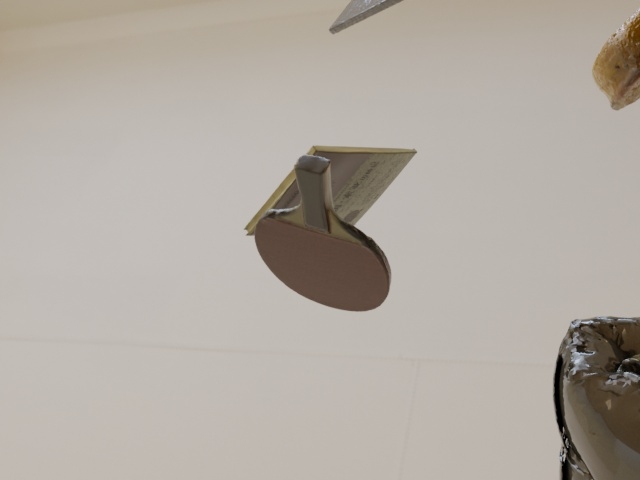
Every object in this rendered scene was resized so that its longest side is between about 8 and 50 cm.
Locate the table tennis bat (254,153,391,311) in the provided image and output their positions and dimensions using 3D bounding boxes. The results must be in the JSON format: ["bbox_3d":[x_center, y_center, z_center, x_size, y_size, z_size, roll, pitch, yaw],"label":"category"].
[{"bbox_3d":[0.000,0.000,0.775,0.130,0.220,0.019,16,-121,15],"label":"table tennis bat"}]

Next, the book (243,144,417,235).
[{"bbox_3d":[0.015,-0.053,0.938,0.127,0.182,0.014,-48,-115,31],"label":"book"}]

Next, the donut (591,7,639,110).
[{"bbox_3d":[0.408,-0.242,1.066,0.174,0.190,0.074,-32,-102,-31],"label":"donut"}]

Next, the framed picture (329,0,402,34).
[{"bbox_3d":[0.134,-0.316,0.848,0.244,0.013,0.324,-54,-162,-9],"label":"framed picture"}]

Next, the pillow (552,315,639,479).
[{"bbox_3d":[0.258,0.159,0.362,0.326,0.228,0.101,7,-151,26],"label":"pillow"}]
